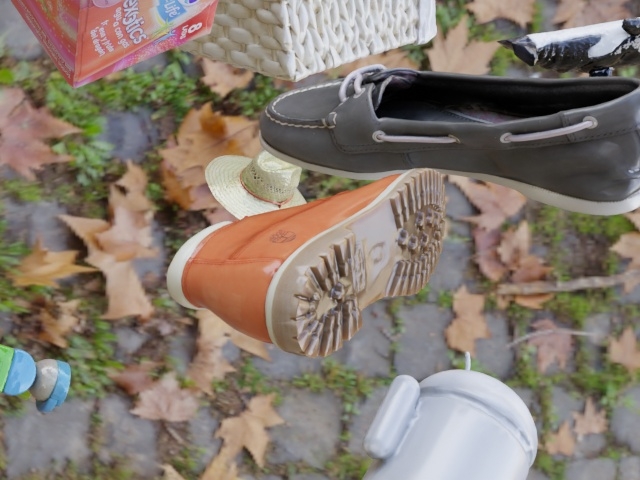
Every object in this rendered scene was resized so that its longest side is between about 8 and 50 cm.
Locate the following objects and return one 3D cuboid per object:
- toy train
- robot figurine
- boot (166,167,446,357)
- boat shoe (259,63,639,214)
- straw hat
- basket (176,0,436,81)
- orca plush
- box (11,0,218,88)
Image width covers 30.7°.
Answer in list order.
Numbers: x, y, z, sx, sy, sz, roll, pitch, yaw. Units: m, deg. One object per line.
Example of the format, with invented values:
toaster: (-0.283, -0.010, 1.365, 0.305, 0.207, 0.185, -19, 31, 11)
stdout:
toy train: (-0.401, 0.150, 1.385, 0.143, 0.248, 0.105, 21, 76, -30)
robot figurine: (0.175, 0.324, 1.621, 0.300, 0.200, 0.353, 51, 53, -23)
boot: (0.000, 0.000, 0.541, 0.158, 0.085, 0.059, -27, 120, -51)
boat shoe: (0.101, -0.103, 0.924, 0.112, 0.335, 0.095, -53, 145, -44)
straw hat: (-0.057, -0.073, 1.363, 0.144, 0.061, 0.144, 25, 33, -18)
basket: (-0.052, -0.416, 1.559, 0.266, 0.331, 0.328, -25, 123, -33)
orca plush: (0.397, -0.259, 1.684, 0.287, 0.151, 0.102, -14, 96, -39)
box: (-0.226, -0.307, 1.037, 0.154, 0.142, 0.300, -29, 71, -27)
